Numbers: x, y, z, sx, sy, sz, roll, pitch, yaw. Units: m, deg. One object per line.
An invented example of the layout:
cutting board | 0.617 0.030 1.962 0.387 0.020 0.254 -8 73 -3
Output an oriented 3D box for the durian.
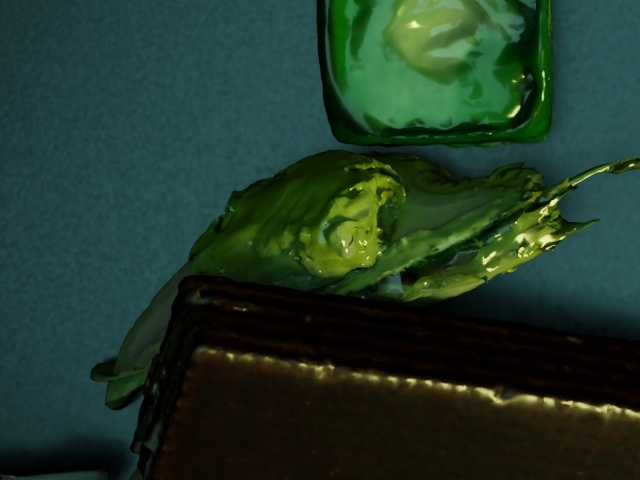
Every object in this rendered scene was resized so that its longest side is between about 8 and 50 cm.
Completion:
durian | 0.004 0.006 1.113 0.375 0.132 0.106 -24 85 26

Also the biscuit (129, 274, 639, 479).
biscuit | 0.096 0.105 1.060 0.388 0.073 0.107 9 121 -17

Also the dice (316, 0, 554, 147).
dice | 0.069 -0.118 1.107 0.128 0.120 0.130 -2 91 9

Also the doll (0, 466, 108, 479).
doll | -0.184 0.261 1.165 0.215 0.161 0.256 -8 76 22

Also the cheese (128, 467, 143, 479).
cheese | -0.002 0.193 1.114 0.214 0.117 0.226 -17 78 -24
